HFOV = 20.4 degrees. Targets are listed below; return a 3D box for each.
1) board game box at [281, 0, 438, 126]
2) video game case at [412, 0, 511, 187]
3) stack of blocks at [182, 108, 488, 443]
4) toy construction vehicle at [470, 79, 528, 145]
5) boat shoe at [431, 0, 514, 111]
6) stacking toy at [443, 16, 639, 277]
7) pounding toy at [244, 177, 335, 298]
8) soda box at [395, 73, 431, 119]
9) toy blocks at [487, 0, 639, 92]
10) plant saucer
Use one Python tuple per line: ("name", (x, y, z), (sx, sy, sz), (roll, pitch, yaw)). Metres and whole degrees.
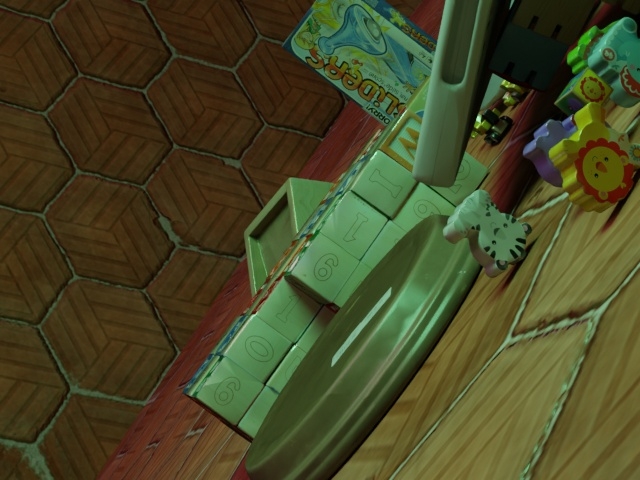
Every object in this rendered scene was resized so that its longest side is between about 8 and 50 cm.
("board game box", (0.067, -0.238, 2.284), (0.136, 0.201, 0.035), (-50, 6, 42))
("video game case", (0.133, -0.233, 1.347), (0.329, 0.036, 0.300), (-64, -14, -65))
("stack of blocks", (0.008, 0.039, 1.538), (0.297, 0.087, 0.171), (-54, 5, -8))
("toy construction vehicle", (0.162, -0.128, 1.572), (0.086, 0.035, 0.098), (-54, 5, -6))
("boat shoe", (0.181, -0.190, 1.648), (0.076, 0.080, 0.228), (-23, -14, -29))
("stacking toy", (0.175, -0.083, 1.089), (0.221, 0.052, 0.167), (-53, 6, -25))
("pounding toy", (0.000, 0.000, 1.731), (0.130, 0.100, 0.141), (-47, 43, 49))
("soda box", (0.085, -0.083, 1.830), (0.181, 0.061, 0.058), (-54, 6, -14))
("toy blocks", (0.230, -0.275, 1.322), (0.261, 0.191, 0.381), (113, 178, -48))
("plant saucer", (0.029, 0.084, 1.316), (0.278, 0.041, 0.278), (-52, 5, 6))
